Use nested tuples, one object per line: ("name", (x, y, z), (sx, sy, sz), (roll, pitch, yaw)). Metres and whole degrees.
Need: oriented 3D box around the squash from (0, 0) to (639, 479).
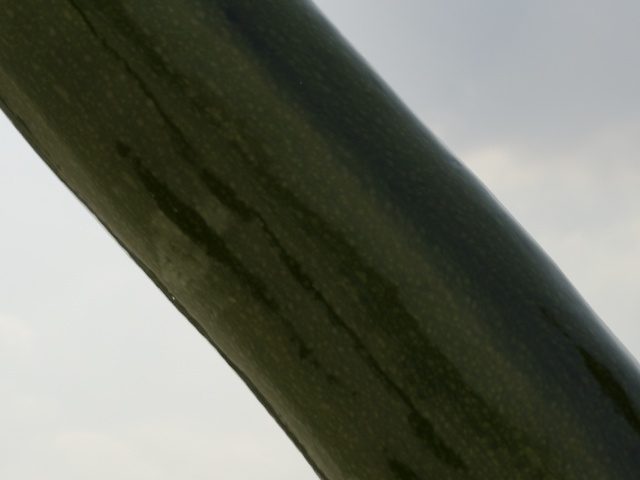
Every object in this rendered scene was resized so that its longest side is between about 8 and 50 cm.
("squash", (0.000, 0.000, 0.385), (0.069, 0.258, 0.069), (-39, -9, -8))
